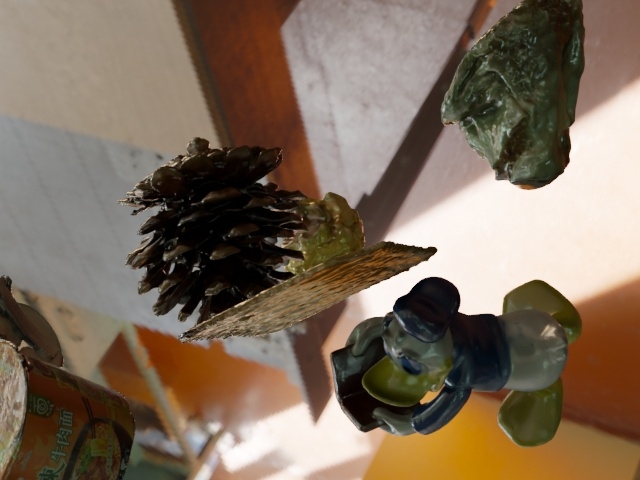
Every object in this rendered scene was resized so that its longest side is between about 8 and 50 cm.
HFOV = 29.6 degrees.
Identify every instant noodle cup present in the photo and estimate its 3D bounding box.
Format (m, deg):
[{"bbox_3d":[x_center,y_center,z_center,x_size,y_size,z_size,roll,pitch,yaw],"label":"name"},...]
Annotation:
[{"bbox_3d":[-0.370,0.267,1.617,0.182,0.230,0.230,21,157,-35],"label":"instant noodle cup"}]

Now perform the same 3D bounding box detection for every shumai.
[{"bbox_3d":[0.321,-0.212,1.738,0.203,0.222,0.272,42,111,19],"label":"shumai"}]

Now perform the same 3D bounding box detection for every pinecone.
[{"bbox_3d":[-0.136,0.001,1.533,0.264,0.264,0.264,22,146,16],"label":"pinecone"}]

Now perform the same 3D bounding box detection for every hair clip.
[{"bbox_3d":[-0.423,0.131,1.755,0.049,0.116,0.172,-33,105,20],"label":"hair clip"}]

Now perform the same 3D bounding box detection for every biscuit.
[{"bbox_3d":[-0.008,0.054,1.268,0.237,0.232,0.013,-27,77,19],"label":"biscuit"}]

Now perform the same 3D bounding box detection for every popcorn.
[{"bbox_3d":[0.000,0.000,1.932,0.152,0.167,0.148,30,118,-34],"label":"popcorn"}]

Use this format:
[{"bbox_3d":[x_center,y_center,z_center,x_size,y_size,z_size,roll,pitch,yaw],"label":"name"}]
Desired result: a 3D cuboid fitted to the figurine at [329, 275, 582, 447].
[{"bbox_3d":[0.130,0.113,1.346,0.283,0.205,0.338,-13,157,18],"label":"figurine"}]
